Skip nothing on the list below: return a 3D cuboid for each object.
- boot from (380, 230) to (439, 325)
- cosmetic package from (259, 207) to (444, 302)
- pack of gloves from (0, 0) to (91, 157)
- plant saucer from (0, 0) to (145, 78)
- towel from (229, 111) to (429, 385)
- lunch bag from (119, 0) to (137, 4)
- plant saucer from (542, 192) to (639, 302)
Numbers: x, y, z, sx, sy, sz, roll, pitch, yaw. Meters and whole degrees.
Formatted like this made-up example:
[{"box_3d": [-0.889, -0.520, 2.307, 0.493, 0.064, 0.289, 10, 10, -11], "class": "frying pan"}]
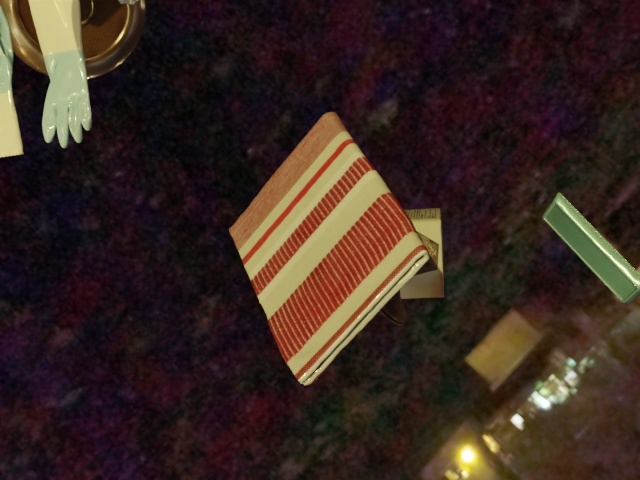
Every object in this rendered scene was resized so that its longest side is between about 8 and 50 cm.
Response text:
[{"box_3d": [0.114, 0.049, 1.043, 0.114, 0.106, 0.037, -27, -168, 39], "class": "boot"}, {"box_3d": [0.052, 0.024, 1.351, 0.153, 0.296, 0.129, -49, 136, -76], "class": "cosmetic package"}, {"box_3d": [-0.423, -0.241, 1.211, 0.195, 0.232, 0.046, -5, -179, 13], "class": "pack of gloves"}, {"box_3d": [-0.514, -0.488, 1.716, 0.311, 0.050, 0.310, -6, 107, -22], "class": "plant saucer"}, {"box_3d": [0.000, 0.000, 1.079, 0.037, 0.329, 0.237, 27, 112, -37], "class": "towel"}, {"box_3d": [-0.352, -0.481, 1.498, 0.071, 0.083, 0.053, -33, 177, 23], "class": "lunch bag"}, {"box_3d": [0.413, 0.014, 1.257, 0.018, 0.192, 0.067, -32, 161, -21], "class": "plant saucer"}]
